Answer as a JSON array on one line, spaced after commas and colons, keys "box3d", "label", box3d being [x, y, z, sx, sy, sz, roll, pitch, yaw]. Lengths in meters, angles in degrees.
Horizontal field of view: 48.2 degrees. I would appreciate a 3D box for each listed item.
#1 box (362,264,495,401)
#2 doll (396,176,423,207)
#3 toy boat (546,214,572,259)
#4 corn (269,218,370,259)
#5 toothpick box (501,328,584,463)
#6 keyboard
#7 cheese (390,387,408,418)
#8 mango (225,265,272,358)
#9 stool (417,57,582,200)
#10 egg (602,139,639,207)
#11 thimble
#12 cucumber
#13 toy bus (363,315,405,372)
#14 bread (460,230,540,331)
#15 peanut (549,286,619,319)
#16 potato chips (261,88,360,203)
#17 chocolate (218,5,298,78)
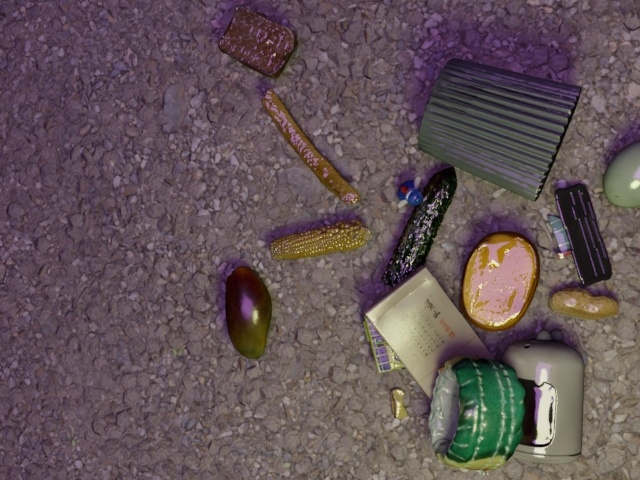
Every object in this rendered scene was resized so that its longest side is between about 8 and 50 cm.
[{"box3d": [0.298, 0.268, 1.876, 0.204, 0.051, 0.365, -38, 99, -2], "label": "box"}, {"box3d": [0.241, -0.125, 1.916, 0.057, 0.143, 0.099, 31, 101, -17], "label": "doll"}, {"box3d": [0.641, -0.017, 1.883, 0.096, 0.034, 0.122, -16, 82, -1], "label": "toy boat"}, {"box3d": [0.000, 0.000, 1.991, 0.288, 0.086, 0.087, -11, 87, 13], "label": "corn"}, {"box3d": [0.566, 0.383, 1.815, 0.229, 0.229, 0.316, 4, 89, 12], "label": "toothpick box"}, {"box3d": [0.684, -0.016, 1.861, 0.106, 0.016, 0.262, -15, 86, -16], "label": "keyboard"}, {"box3d": [0.217, 0.449, 1.969, 0.044, 0.030, 0.083, -4, 84, -9], "label": "cheese"}, {"box3d": [-0.201, 0.205, 2.018, 0.133, 0.111, 0.268, -5, 93, 0], "label": "mango"}, {"box3d": [0.444, -0.293, 1.805, 0.330, 0.297, 0.297, 23, 94, 15], "label": "stool"}, {"box3d": [0.797, -0.167, 1.791, 0.192, 0.149, 0.149, -43, 82, 14], "label": "egg"}, {"box3d": [0.375, 0.427, 1.747, 0.167, 0.254, 0.288, 6, 107, -9], "label": "thimble"}, {"box3d": [0.278, -0.036, 1.927, 0.096, 0.096, 0.359, 25, 96, 11], "label": "cucumber"}, {"box3d": [0.179, 0.265, 1.948, 0.101, 0.088, 0.175, -15, 88, 13], "label": "toy bus"}, {"box3d": [0.464, 0.106, 1.862, 0.195, 0.142, 0.270, 16, 91, 14], "label": "bread"}, {"box3d": [0.683, 0.162, 1.852, 0.174, 0.080, 0.080, 8, 91, 8], "label": "peanut"}, {"box3d": [-0.032, -0.250, 2.004, 0.057, 0.080, 0.407, -37, 81, -8], "label": "potato chips"}, {"box3d": [-0.169, -0.555, 2.026, 0.214, 0.093, 0.148, 31, 97, 11], "label": "chocolate"}]
